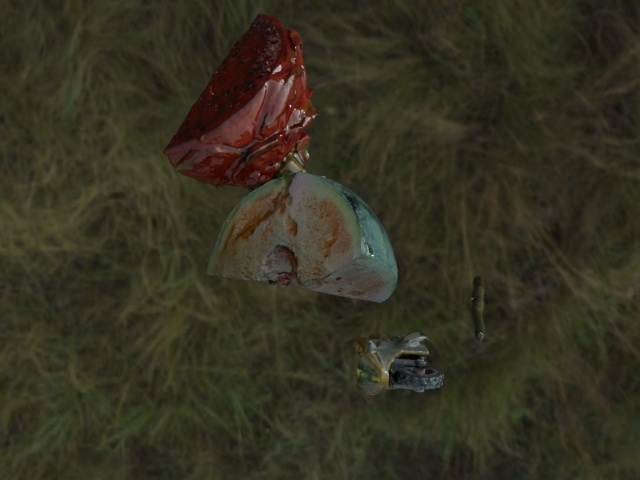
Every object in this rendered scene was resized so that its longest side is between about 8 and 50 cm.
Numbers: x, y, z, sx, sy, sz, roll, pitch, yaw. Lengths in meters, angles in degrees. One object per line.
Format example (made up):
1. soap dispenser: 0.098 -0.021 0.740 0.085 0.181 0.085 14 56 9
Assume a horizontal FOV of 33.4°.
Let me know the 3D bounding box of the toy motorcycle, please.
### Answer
1. toy motorcycle: 0.103 0.187 1.673 0.130 0.229 0.094 -2 101 -13

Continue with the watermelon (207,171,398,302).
1. watermelon: 0.001 -0.007 1.618 0.188 0.322 0.175 12 86 -50

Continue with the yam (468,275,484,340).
1. yam: 0.290 0.122 1.974 0.027 0.234 0.029 -10 111 12

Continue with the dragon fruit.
1. dragon fruit: -0.064 -0.184 1.633 0.152 0.317 0.205 0 141 41
